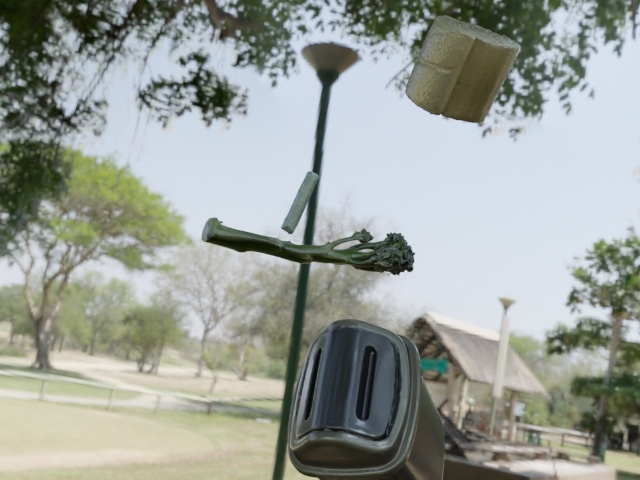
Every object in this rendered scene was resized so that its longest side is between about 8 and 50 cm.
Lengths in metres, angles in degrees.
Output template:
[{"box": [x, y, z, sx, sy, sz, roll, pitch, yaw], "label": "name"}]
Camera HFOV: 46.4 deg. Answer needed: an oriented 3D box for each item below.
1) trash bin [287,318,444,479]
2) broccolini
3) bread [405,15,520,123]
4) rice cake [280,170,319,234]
[{"box": [0.071, 0.259, 1.051, 0.182, 0.210, 0.290, -7, -40, 22], "label": "trash bin"}, {"box": [-0.003, -0.001, 1.168, 0.391, 0.074, 0.078, 12, -23, -39], "label": "broccolini"}, {"box": [0.226, -0.278, 1.208, 0.148, 0.141, 0.134, 4, 34, -32], "label": "bread"}, {"box": [-0.052, -0.097, 1.903, 0.033, 0.171, 0.029, 28, -5, -40], "label": "rice cake"}]
